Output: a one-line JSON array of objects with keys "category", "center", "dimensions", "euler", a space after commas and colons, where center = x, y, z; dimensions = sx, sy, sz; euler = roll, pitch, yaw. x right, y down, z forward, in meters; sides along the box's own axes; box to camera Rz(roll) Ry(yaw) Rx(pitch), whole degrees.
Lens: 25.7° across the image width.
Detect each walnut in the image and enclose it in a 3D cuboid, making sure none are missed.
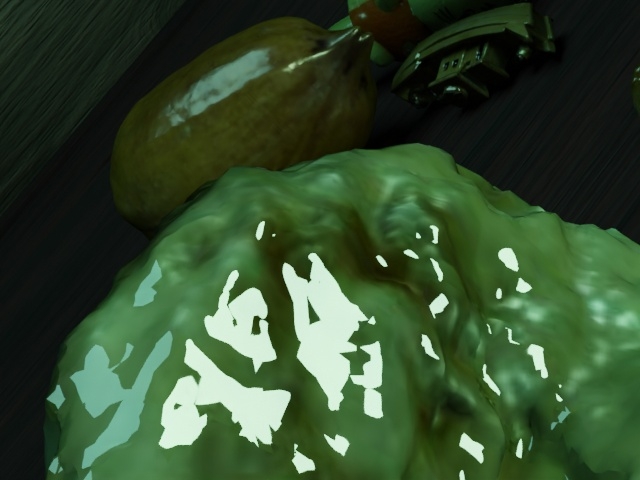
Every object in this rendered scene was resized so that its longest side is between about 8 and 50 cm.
[{"category": "walnut", "center": [-0.066, -0.105, 1.394], "dimensions": [0.336, 0.209, 0.209], "euler": [-37, 22, 33]}]

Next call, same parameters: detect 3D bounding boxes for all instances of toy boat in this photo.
[{"category": "toy boat", "center": [0.136, -0.161, 1.280], "dimensions": [0.206, 0.064, 0.072], "euler": [-14, 52, 58]}]

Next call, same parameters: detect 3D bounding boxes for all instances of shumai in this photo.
[{"category": "shumai", "center": [0.110, 0.131, 0.473], "dimensions": [0.323, 0.397, 0.324], "euler": [-7, 56, 17]}]

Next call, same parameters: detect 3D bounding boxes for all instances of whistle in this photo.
[{"category": "whistle", "center": [0.098, -0.239, 1.428], "dimensions": [0.288, 0.131, 0.106], "euler": [-23, 73, 48]}]

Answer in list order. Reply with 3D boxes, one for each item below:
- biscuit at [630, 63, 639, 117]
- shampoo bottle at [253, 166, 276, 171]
[{"category": "biscuit", "center": [0.301, -0.159, 0.949], "dimensions": [0.226, 0.042, 0.226], "euler": [-40, 20, 18]}, {"category": "shampoo bottle", "center": [0.001, 0.001, 1.172], "dimensions": [0.118, 0.076, 0.314], "euler": [-52, 27, -5]}]
